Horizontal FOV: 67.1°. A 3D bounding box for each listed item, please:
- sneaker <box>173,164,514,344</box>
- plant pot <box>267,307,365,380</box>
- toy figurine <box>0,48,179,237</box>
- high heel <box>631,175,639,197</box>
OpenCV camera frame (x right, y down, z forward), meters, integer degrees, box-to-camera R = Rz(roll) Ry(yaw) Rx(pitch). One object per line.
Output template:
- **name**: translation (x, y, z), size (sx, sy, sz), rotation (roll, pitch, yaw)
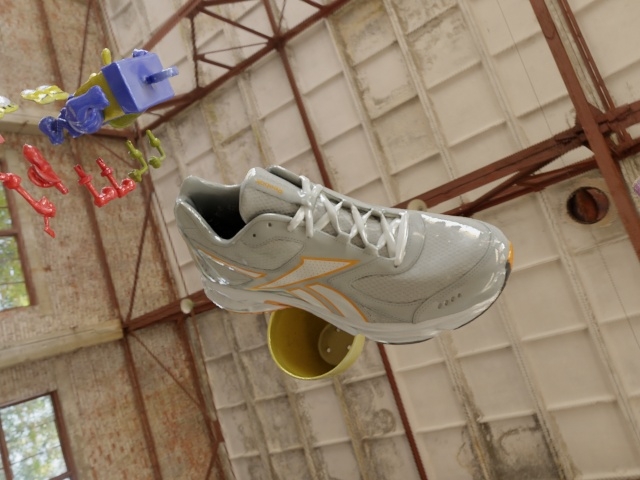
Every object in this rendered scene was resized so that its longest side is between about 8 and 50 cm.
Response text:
- **sneaker**: translation (0.000, 0.000, 0.353), size (0.262, 0.099, 0.121), rotation (-1, -42, 23)
- **plant pot**: translation (0.008, 0.131, 0.666), size (0.134, 0.095, 0.134), rotation (-12, -117, 23)
- **toy figurine**: translation (-0.269, -0.183, 0.698), size (0.217, 0.363, 0.191), rotation (-21, -71, 21)
- **high heel**: translation (0.492, -0.003, 0.578), size (0.082, 0.244, 0.117), rotation (-52, -157, 33)
